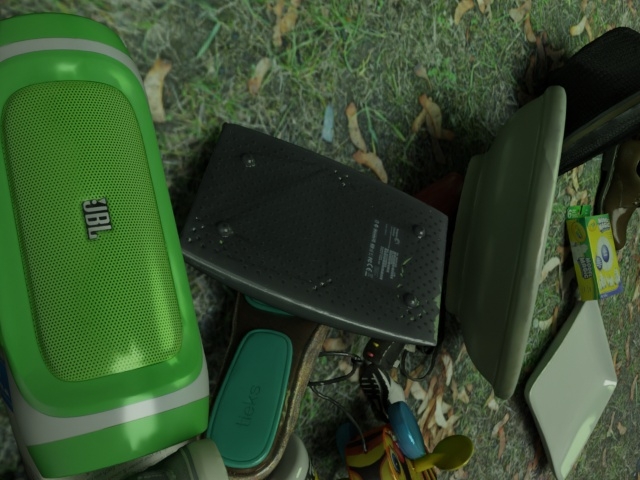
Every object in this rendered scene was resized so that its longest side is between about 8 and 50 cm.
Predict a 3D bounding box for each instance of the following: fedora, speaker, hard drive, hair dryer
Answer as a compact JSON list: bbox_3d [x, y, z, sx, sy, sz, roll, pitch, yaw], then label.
[{"bbox_3d":[0.454,-0.233,0.956,0.334,0.334,0.152,-23,79,-37],"label":"fedora"},{"bbox_3d":[-0.166,0.001,0.425,0.131,0.131,0.296,-7,79,-41],"label":"speaker"},{"bbox_3d":[0.000,0.000,0.587,0.255,0.054,0.172,21,56,-13],"label":"hard drive"},{"bbox_3d":[0.132,0.040,0.813,0.224,0.080,0.293,31,78,-63],"label":"hair dryer"}]

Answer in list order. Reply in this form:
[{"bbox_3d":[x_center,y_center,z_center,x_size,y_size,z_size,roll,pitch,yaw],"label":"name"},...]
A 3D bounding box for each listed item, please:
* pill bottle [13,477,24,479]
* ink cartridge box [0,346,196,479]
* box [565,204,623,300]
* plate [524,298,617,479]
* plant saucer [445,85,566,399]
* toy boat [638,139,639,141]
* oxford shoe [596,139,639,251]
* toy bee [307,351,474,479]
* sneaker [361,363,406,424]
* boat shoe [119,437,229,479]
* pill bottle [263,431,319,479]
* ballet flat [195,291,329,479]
[{"bbox_3d":[-0.290,0.246,0.440,0.160,0.087,0.087,-21,111,-37],"label":"pill bottle"},{"bbox_3d":[-0.184,0.181,0.530,0.134,0.078,0.231,-20,110,-38],"label":"ink cartridge box"},{"bbox_3d":[0.520,0.018,1.141,0.105,0.043,0.179,-8,84,-41],"label":"box"},{"bbox_3d":[0.486,0.283,1.174,0.278,0.045,0.277,-45,123,-27],"label":"plate"},{"bbox_3d":[0.232,-0.002,0.787,0.400,0.101,0.400,10,90,-74],"label":"plant saucer"},{"bbox_3d":[0.730,-0.258,1.243,0.151,0.151,0.231,1,139,-42],"label":"toy boat"},{"bbox_3d":[0.607,-0.085,1.188,0.083,0.096,0.227,-6,103,-43],"label":"oxford shoe"},{"bbox_3d":[0.068,0.280,0.719,0.298,0.162,0.195,28,123,-33],"label":"toy bee"},{"bbox_3d":[0.087,0.201,0.812,0.043,0.040,0.109,-55,133,-42],"label":"sneaker"},{"bbox_3d":[-0.117,0.197,0.411,0.081,0.227,0.079,-8,66,-29],"label":"boat shoe"},{"bbox_3d":[-0.041,0.317,0.655,0.119,0.119,0.208,-36,120,-32],"label":"pill bottle"},{"bbox_3d":[-0.044,0.100,0.621,0.106,0.108,0.316,92,18,-54],"label":"ballet flat"}]
